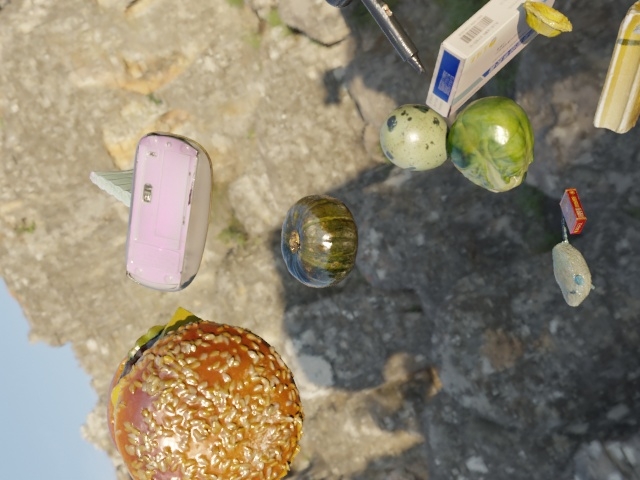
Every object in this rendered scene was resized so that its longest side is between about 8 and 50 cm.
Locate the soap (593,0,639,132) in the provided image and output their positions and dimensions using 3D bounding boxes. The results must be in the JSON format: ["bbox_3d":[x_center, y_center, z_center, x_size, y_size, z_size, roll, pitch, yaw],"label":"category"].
[{"bbox_3d":[0.719,-0.403,1.902,0.089,0.173,0.274,22,125,25],"label":"soap"}]

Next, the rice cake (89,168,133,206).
[{"bbox_3d":[-0.418,-0.134,1.975,0.189,0.198,0.037,27,119,32],"label":"rice cake"}]

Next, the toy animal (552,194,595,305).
[{"bbox_3d":[0.548,0.018,1.812,0.079,0.070,0.253,-2,98,39],"label":"toy animal"}]

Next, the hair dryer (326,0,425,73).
[{"bbox_3d":[0.103,-0.400,1.490,0.255,0.070,0.128,57,151,-3],"label":"hair dryer"}]

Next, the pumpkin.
[{"bbox_3d":[0.000,0.000,1.890,0.223,0.157,0.224,3,93,59],"label":"pumpkin"}]

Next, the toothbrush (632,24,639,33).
[{"bbox_3d":[0.668,-0.387,1.522,0.194,0.017,0.014,19,170,48],"label":"toothbrush"}]

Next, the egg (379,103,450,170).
[{"bbox_3d":[0.264,-0.272,2.223,0.228,0.177,0.177,18,-149,-40],"label":"egg"}]

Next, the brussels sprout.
[{"bbox_3d":[0.446,-0.242,2.139,0.271,0.219,0.210,60,-139,-31],"label":"brussels sprout"}]

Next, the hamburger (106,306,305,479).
[{"bbox_3d":[-0.166,0.246,1.197,0.291,0.291,0.225,66,160,1],"label":"hamburger"}]

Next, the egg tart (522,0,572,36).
[{"bbox_3d":[0.426,-0.418,1.567,0.105,0.105,0.039,62,138,40],"label":"egg tart"}]

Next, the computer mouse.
[{"bbox_3d":[-0.292,-0.053,1.568,0.072,0.158,0.311,-50,-28,-69],"label":"computer mouse"}]

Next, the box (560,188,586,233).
[{"bbox_3d":[0.529,-0.061,1.731,0.051,0.023,0.082,94,171,-54],"label":"box"}]

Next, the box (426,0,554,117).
[{"bbox_3d":[0.362,-0.421,1.700,0.065,0.343,0.200,41,158,16],"label":"box"}]
